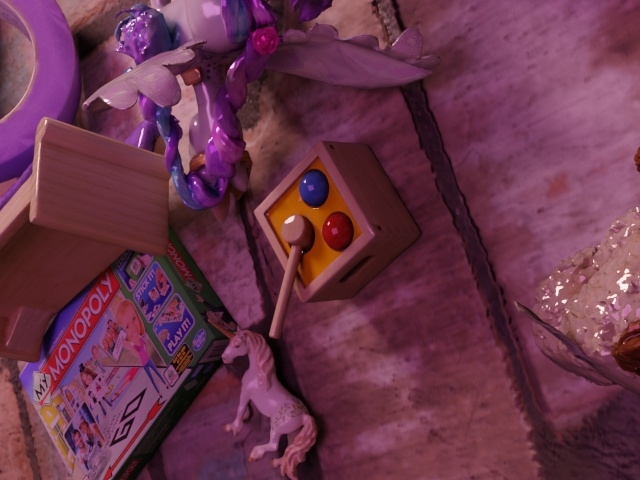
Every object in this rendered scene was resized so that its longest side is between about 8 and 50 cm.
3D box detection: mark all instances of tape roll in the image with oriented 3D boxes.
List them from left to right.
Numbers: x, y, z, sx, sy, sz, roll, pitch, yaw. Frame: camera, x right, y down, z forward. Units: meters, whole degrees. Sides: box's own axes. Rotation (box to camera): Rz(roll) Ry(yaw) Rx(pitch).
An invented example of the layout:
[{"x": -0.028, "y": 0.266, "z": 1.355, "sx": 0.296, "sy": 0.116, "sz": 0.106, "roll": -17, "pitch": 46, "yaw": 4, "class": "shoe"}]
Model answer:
[{"x": -0.434, "y": -0.206, "z": 1.213, "sx": 0.090, "sy": 0.275, "sz": 0.274, "roll": 132, "pitch": 130, "yaw": -79, "class": "tape roll"}]

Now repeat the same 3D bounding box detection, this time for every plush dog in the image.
[{"x": 0.276, "y": 0.010, "z": 0.671, "sx": 0.262, "sy": 0.210, "sz": 0.225, "roll": 29, "pitch": 82, "yaw": 35, "class": "plush dog"}]

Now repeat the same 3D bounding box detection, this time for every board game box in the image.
[{"x": -0.237, "y": 0.139, "z": 1.190, "sx": 0.213, "sy": 0.046, "sz": 0.317, "roll": 52, "pitch": 121, "yaw": 27, "class": "board game box"}]

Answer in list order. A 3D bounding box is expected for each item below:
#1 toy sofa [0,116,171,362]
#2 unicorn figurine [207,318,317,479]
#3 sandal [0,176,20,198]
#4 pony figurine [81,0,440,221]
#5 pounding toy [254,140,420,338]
[{"x": -0.316, "y": -0.009, "z": 1.131, "sx": 0.362, "sy": 0.150, "sz": 0.177, "roll": -34, "pitch": 49, "yaw": 44, "class": "toy sofa"}, {"x": -0.061, "y": 0.164, "z": 1.036, "sx": 0.162, "sy": 0.060, "sz": 0.111, "roll": 34, "pitch": 112, "yaw": 18, "class": "unicorn figurine"}, {"x": -0.481, "y": 0.015, "z": 1.378, "sx": 0.088, "sy": 0.079, "sz": 0.240, "roll": 41, "pitch": 115, "yaw": 33, "class": "sandal"}, {"x": -0.088, "y": -0.207, "z": 0.945, "sx": 0.351, "sy": 0.303, "sz": 0.363, "roll": 171, "pitch": 93, "yaw": -73, "class": "pony figurine"}, {"x": 0.000, "y": 0.000, "z": 0.946, "sx": 0.141, "sy": 0.100, "sz": 0.130, "roll": -45, "pitch": 63, "yaw": 33, "class": "pounding toy"}]
